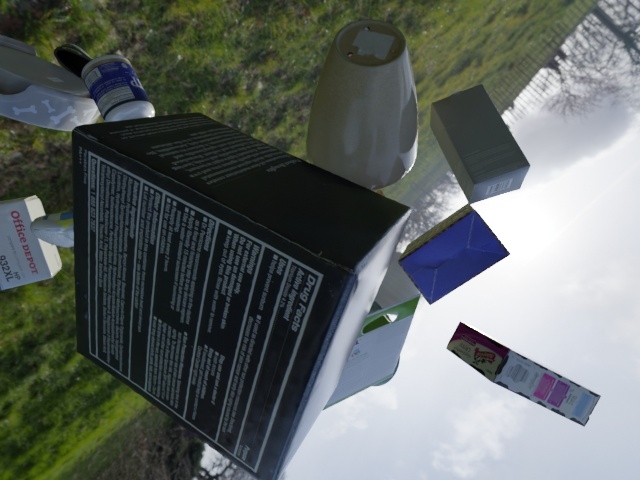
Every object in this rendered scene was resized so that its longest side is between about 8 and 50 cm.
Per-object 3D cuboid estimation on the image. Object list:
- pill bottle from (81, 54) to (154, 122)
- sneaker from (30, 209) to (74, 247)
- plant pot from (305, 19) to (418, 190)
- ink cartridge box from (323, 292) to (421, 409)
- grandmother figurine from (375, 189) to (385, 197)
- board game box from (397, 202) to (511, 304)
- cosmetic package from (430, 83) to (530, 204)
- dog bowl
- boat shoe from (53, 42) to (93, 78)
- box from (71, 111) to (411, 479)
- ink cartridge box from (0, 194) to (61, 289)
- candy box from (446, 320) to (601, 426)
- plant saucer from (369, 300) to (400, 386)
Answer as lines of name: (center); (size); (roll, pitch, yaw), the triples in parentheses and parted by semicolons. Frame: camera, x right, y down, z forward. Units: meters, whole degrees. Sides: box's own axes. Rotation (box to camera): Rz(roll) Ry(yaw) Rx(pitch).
pill bottle: (-0.446, -0.308, 0.944); (0.112, 0.186, 0.112); (-28, 179, 0)
sneaker: (-0.416, -0.054, 0.806); (0.091, 0.240, 0.126); (-39, -123, 48)
plant pot: (0.091, -0.284, 0.842); (0.256, 0.257, 0.274); (-54, 163, -22)
ink cartridge box: (0.073, 0.193, 0.815); (0.189, 0.097, 0.255); (-15, 133, -29)
grandmother figurine: (0.000, 0.000, 0.898); (0.343, 0.104, 0.207); (-20, -141, -11)
board game box: (0.361, 0.025, 1.148); (0.232, 0.141, 0.291); (-37, 176, 18)
cosmetic package: (0.347, -0.216, 0.930); (0.127, 0.237, 0.107); (-18, 154, 5)
dog bowl: (-0.697, -0.378, 0.993); (0.102, 0.349, 0.348); (-60, -178, 20)
boat shoe: (-0.632, -0.461, 1.176); (0.081, 0.228, 0.068); (-49, -155, 18)
box: (-0.100, 0.053, 0.472); (0.183, 0.294, 0.296); (-37, 150, -56)
ink cartridge box: (-0.894, 0.023, 1.092); (0.308, 0.223, 0.129); (-15, -165, -19)
candy box: (0.387, 0.255, 0.811); (0.071, 0.234, 0.159); (-63, -165, 1)
plant saucer: (0.127, 0.339, 1.395); (0.044, 0.317, 0.317); (-8, 152, -42)
